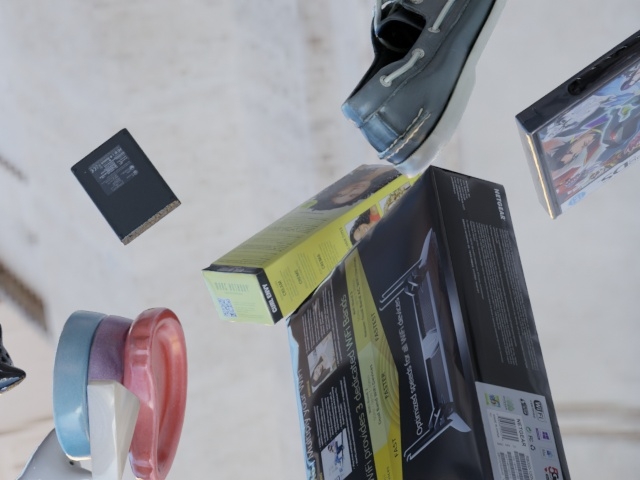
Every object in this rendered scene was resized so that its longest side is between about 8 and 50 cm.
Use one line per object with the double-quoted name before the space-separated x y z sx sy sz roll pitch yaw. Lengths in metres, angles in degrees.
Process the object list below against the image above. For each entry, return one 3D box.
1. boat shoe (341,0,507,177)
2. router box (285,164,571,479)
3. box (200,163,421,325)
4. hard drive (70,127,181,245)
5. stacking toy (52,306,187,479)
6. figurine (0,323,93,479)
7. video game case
"boat shoe" 0.098 -0.198 1.763 0.099 0.116 0.319 33 -133 -15
"router box" 0.079 0.133 1.551 0.081 0.243 0.309 14 -131 -29
"box" 0.000 0.000 1.829 0.232 0.058 0.087 -35 -156 -35
"hard drive" -0.257 -0.071 2.498 0.094 0.022 0.135 -37 -115 -2
"stacking toy" -0.202 0.213 1.595 0.130 0.309 0.279 1 -175 9
"figurine" -0.355 0.225 1.972 0.209 0.215 0.092 -40 168 13
"video game case" 0.344 -0.149 2.153 0.248 0.275 0.035 -35 -112 -1
